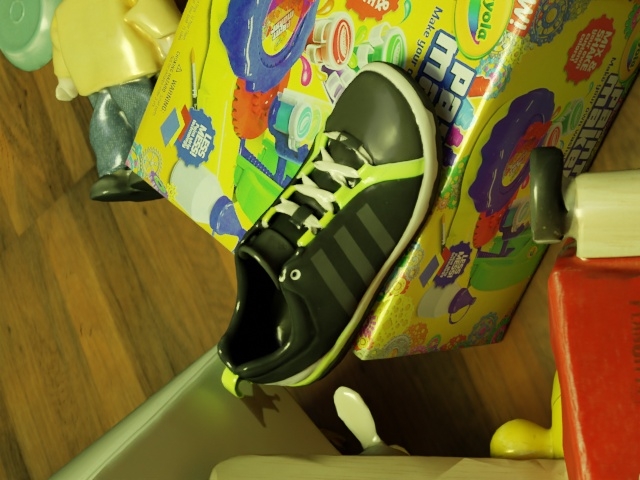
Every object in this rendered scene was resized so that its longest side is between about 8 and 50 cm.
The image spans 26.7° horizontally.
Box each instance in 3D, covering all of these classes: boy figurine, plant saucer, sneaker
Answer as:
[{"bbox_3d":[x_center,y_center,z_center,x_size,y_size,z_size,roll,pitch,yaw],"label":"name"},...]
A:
[{"bbox_3d":[-0.186,-0.179,1.242,0.177,0.092,0.285,-18,78,39],"label":"boy figurine"},{"bbox_3d":[-0.306,-0.235,1.388,0.119,0.021,0.119,0,90,41],"label":"plant saucer"},{"bbox_3d":[0.000,0.000,0.850,0.084,0.097,0.235,31,110,34],"label":"sneaker"}]

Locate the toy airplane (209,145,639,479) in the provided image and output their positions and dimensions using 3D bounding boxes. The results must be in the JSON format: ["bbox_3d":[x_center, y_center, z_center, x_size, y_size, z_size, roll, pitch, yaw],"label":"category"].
[{"bbox_3d":[0.186,0.151,0.764,0.386,0.384,0.272,36,146,41],"label":"toy airplane"}]

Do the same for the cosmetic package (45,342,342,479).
[{"bbox_3d":[-0.140,0.338,0.902,0.393,0.327,0.329,-39,91,24],"label":"cosmetic package"}]

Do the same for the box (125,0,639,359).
[{"bbox_3d":[0.048,-0.113,0.986,0.279,0.177,0.290,37,113,33],"label":"box"}]

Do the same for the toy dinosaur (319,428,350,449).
[{"bbox_3d":[-0.036,0.200,1.133,0.211,0.064,0.112,37,115,34],"label":"toy dinosaur"}]
